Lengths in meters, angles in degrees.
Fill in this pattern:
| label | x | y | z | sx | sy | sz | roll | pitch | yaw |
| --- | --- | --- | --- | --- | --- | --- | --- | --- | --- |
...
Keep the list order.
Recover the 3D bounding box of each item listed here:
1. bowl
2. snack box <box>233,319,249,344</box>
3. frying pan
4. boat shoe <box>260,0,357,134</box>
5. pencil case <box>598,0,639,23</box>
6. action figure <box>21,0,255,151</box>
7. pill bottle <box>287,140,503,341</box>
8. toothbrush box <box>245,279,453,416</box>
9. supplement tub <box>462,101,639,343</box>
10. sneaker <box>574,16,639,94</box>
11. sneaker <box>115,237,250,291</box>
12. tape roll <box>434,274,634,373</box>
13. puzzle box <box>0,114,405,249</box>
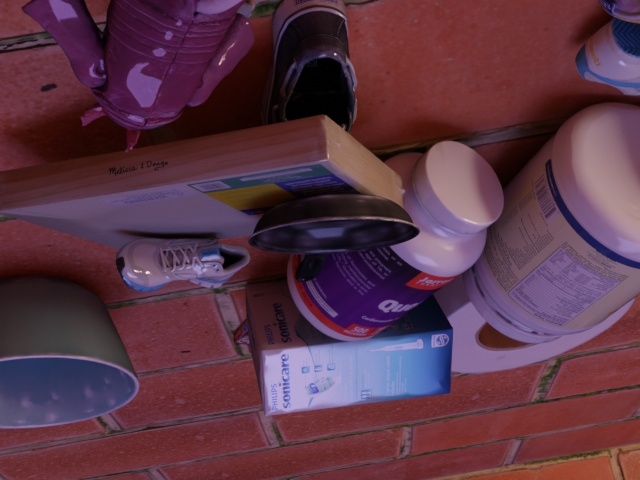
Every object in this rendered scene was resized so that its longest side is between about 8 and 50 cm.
| label | x | y | z | sx | sy | sz | roll | pitch | yaw |
| --- | --- | --- | --- | --- | --- | --- | --- | --- | --- |
| bowl | -0.439 | 0.163 | 1.500 | 0.312 | 0.163 | 0.311 | -8 | 153 | -4 |
| snack box | -0.090 | 0.139 | 1.727 | 0.064 | 0.022 | 0.178 | 5 | 149 | -29 |
| frying pan | 0.028 | -0.003 | 1.190 | 0.197 | 0.053 | 0.326 | -6 | 169 | 12 |
| boat shoe | -0.006 | -0.146 | 1.111 | 0.108 | 0.102 | 0.301 | -6 | 153 | -9 |
| pencil case | 0.418 | -0.250 | 1.031 | 0.273 | 0.124 | 0.113 | 10 | 126 | -36 |
| action figure | -0.109 | -0.196 | 0.824 | 0.248 | 0.275 | 0.370 | 0 | 138 | -31 |
| pill bottle | 0.101 | 0.002 | 1.348 | 0.182 | 0.181 | 0.323 | 8 | 149 | -31 |
| toothbrush box | 0.039 | 0.153 | 1.561 | 0.296 | 0.216 | 0.126 | -5 | 116 | -10 |
| supplement tub | 0.355 | -0.011 | 1.353 | 0.236 | 0.235 | 0.325 | 1 | 151 | -21 |
| sneaker | 0.409 | -0.214 | 1.157 | 0.229 | 0.087 | 0.092 | 8 | 160 | -23 |
| sneaker | -0.171 | 0.021 | 1.256 | 0.191 | 0.071 | 0.083 | -2 | 165 | -46 |
| tape roll | 0.368 | 0.123 | 1.764 | 0.392 | 0.072 | 0.392 | -11 | 150 | -6 |
| puzzle box | -0.131 | -0.055 | 1.162 | 0.409 | 0.052 | 0.272 | -7 | 167 | 20 |
